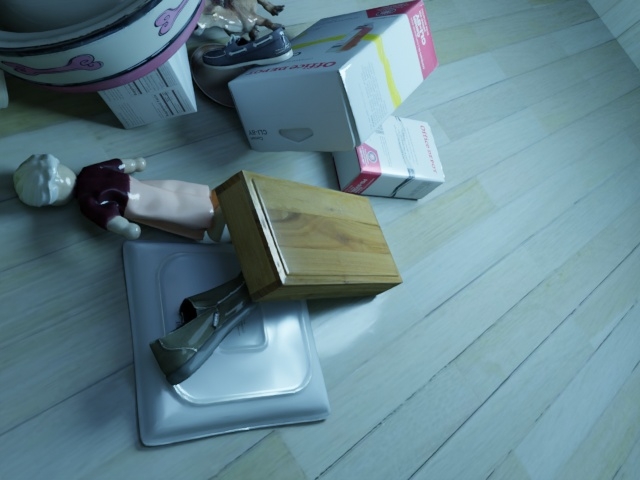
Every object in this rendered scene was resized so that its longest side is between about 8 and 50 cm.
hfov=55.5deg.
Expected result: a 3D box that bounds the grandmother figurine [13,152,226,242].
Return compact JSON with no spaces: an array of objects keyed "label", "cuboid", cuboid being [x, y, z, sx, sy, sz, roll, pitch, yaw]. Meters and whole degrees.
[{"label":"grandmother figurine","cuboid":[-0.334,-0.071,1.036,0.342,0.104,0.208,11,28,-24]}]

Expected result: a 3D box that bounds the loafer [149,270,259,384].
[{"label":"loafer","cuboid":[-0.174,0.113,0.971,0.087,0.094,0.251,46,50,-8]}]

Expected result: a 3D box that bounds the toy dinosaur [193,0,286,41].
[{"label":"toy dinosaur","cuboid":[-0.184,-0.513,1.298,0.200,0.127,0.296,40,29,-28]}]

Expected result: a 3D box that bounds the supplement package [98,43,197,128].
[{"label":"supplement package","cuboid":[-0.335,-0.360,1.063,0.145,0.262,0.204,-14,69,1]}]

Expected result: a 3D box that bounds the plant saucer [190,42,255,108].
[{"label":"plant saucer","cuboid":[-0.203,-0.349,1.312,0.168,0.029,0.168,15,57,-24]}]

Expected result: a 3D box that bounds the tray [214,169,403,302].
[{"label":"tray","cuboid":[0.000,0.000,1.124,0.411,0.076,0.203,4,60,-55]}]

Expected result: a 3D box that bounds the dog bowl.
[{"label":"dog bowl","cuboid":[-0.342,-0.389,0.854,0.408,0.150,0.408,-2,69,5]}]

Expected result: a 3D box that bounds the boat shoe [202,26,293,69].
[{"label":"boat shoe","cuboid":[-0.155,-0.391,1.228,0.075,0.206,0.065,-60,143,-45]}]

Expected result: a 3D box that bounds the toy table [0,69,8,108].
[{"label":"toy table","cuboid":[-0.570,-0.364,0.999,0.274,0.161,0.252,-6,68,-36]}]

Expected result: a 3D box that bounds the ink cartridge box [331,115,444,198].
[{"label":"ink cartridge box","cuboid":[0.151,-0.196,1.408,0.237,0.100,0.172,3,64,-30]}]

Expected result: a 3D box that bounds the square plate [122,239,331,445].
[{"label":"square plate","cuboid":[-0.152,0.152,1.058,0.344,0.049,0.347,2,64,-33]}]

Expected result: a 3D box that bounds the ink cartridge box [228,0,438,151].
[{"label":"ink cartridge box","cuboid":[0.038,-0.349,1.283,0.385,0.279,0.160,-50,132,-40]}]
